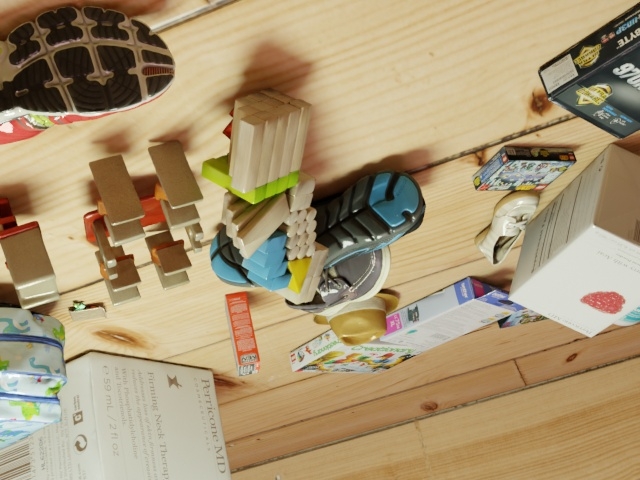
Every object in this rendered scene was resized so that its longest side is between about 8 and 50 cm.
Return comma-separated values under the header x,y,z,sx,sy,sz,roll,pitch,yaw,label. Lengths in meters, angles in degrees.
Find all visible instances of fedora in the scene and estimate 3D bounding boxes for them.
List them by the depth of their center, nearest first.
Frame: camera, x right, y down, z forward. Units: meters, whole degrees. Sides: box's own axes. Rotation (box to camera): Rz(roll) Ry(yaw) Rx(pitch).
x,y,z,sx,sy,sz,roll,pitch,yaw,label
0.080,0.173,1.739,0.194,0.079,0.194,-11,156,-5,fedora

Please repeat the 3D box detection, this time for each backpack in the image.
x,y,z,sx,sy,sz,roll,pitch,yaw,label
-0.569,0.230,1.343,0.355,0.273,0.290,-37,143,19,backpack

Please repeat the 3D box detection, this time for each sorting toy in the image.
x,y,z,sx,sy,sz,roll,pitch,yaw,label
-0.408,0.123,1.438,0.061,0.012,0.083,-4,159,-10,sorting toy

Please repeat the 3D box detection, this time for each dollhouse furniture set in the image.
x,y,z,sx,sy,sz,roll,pitch,yaw,label
-0.289,-0.020,1.086,0.259,0.135,0.262,-18,159,-20,dollhouse furniture set

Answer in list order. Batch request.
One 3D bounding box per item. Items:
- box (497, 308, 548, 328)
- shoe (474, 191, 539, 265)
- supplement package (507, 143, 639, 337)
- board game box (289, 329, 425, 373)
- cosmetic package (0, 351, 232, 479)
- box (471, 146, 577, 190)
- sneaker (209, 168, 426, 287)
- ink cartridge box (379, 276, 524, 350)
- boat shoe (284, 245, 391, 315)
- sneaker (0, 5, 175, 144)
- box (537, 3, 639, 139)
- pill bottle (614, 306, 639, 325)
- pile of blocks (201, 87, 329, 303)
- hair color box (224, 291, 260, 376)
x,y,z,sx,sy,sz,roll,pitch,yaw,label
0.525,0.139,1.950,0.159,0.044,0.233,-9,156,-10,box
0.338,-0.022,1.465,0.076,0.058,0.219,-8,156,-13,shoe
0.475,0.011,1.393,0.177,0.175,0.293,24,150,-3,supplement package
0.100,0.266,1.993,0.305,0.053,0.193,9,148,-42,board game box
-0.451,0.465,1.790,0.327,0.330,0.393,-26,155,25,cosmetic package
0.320,-0.111,1.292,0.136,0.027,0.094,-2,155,-25,box
0.000,0.000,1.250,0.340,0.125,0.139,-15,165,12,sneaker
0.303,0.162,1.855,0.311,0.065,0.185,-27,150,34,ink cartridge box
0.025,0.067,1.444,0.092,0.103,0.285,-5,162,-30,boat shoe
-0.278,-0.153,0.816,0.278,0.108,0.118,-10,175,0,sneaker
0.415,-0.218,1.072,0.175,0.051,0.220,-31,151,35,box
0.712,0.076,1.784,0.146,0.146,0.264,-6,156,-18,pill bottle
-0.084,-0.040,1.036,0.149,0.112,0.362,-46,149,-28,pile of blocks
-0.147,0.175,1.537,0.043,0.141,0.072,-9,157,-10,hair color box
